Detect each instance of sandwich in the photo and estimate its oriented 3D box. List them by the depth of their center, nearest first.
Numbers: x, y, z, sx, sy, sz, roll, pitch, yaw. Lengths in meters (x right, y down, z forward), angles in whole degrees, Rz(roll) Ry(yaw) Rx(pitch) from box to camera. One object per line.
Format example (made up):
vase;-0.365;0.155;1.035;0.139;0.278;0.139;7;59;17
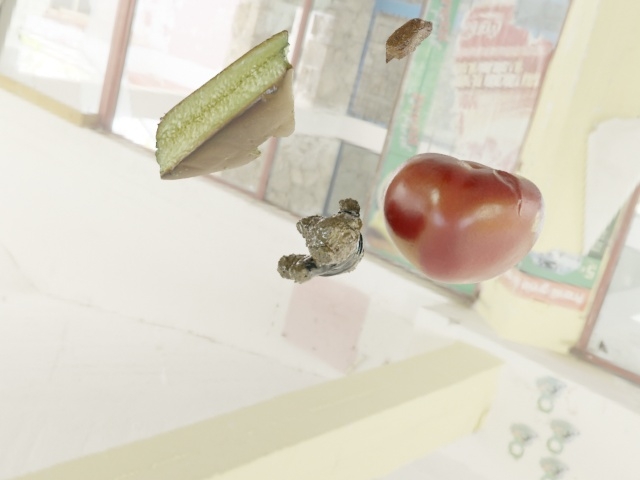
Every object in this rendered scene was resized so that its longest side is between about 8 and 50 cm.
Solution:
sandwich;-0.099;-0.155;0.958;0.088;0.244;0.090;10;-123;-50

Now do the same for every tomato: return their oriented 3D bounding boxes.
tomato;0.254;-0.036;1.448;0.299;0.226;0.298;12;-168;-3

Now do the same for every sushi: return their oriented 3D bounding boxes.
sushi;0.175;-0.400;1.586;0.060;0.118;0.061;36;-146;-52

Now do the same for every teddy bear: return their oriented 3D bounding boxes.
teddy bear;0.018;0.009;1.417;0.129;0.181;0.251;24;170;-9
